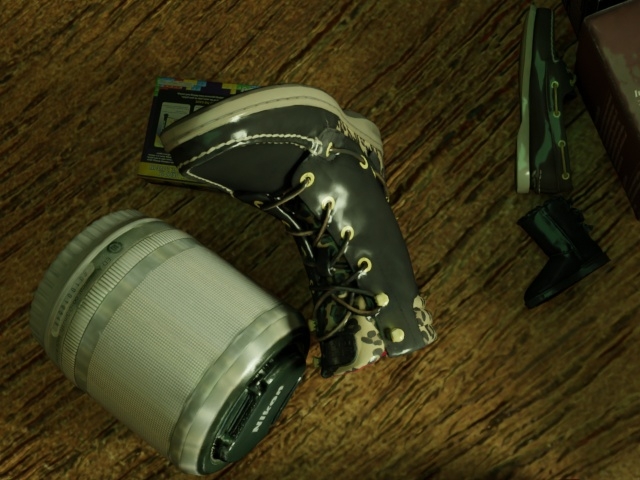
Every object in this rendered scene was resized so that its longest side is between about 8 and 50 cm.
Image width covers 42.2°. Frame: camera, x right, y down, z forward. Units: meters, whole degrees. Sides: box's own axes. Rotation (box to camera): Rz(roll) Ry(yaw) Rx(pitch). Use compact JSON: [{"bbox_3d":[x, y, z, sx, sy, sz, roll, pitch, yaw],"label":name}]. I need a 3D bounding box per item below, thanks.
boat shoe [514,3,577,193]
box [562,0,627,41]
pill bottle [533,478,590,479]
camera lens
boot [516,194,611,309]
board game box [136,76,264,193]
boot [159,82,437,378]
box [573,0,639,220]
[{"bbox_3d":[0.270,-0.168,0.989,0.068,0.081,0.228,2,87,11],"label":"boat shoe"},{"bbox_3d":[0.314,-0.345,0.914,0.103,0.261,0.184,-22,76,8],"label":"box"},{"bbox_3d":[0.153,0.338,0.877,0.283,0.161,0.161,-5,79,12],"label":"pill bottle"},{"bbox_3d":[-0.166,0.116,0.963,0.274,0.219,0.219,34,89,17],"label":"camera lens"},{"bbox_3d":[0.267,0.011,0.971,0.121,0.045,0.099,-33,76,-2],"label":"boot"},{"bbox_3d":[-0.143,-0.136,1.095,0.170,0.048,0.141,9,84,14],"label":"board game box"},{"bbox_3d":[0.000,0.000,0.880,0.138,0.377,0.284,-20,81,22],"label":"boot"},{"bbox_3d":[0.397,-0.154,0.907,0.167,0.168,0.203,-21,76,9],"label":"box"}]
